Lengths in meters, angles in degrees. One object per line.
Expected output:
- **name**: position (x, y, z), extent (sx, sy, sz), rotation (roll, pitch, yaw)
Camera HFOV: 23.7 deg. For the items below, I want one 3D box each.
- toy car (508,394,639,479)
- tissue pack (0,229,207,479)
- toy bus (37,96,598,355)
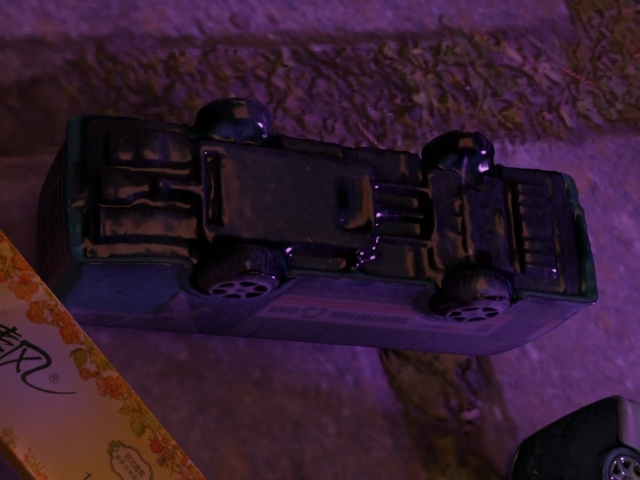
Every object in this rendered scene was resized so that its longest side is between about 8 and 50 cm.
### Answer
- **toy car**: position (0.131, 0.186, 0.703), extent (0.076, 0.090, 0.224), rotation (21, 55, -26)
- **tissue pack**: position (-0.133, 0.064, 0.615), extent (0.176, 0.095, 0.062), rotation (49, 50, 3)
- **toy bus**: position (0.000, 0.000, 0.720), extent (0.261, 0.109, 0.091), rotation (8, 62, -24)
